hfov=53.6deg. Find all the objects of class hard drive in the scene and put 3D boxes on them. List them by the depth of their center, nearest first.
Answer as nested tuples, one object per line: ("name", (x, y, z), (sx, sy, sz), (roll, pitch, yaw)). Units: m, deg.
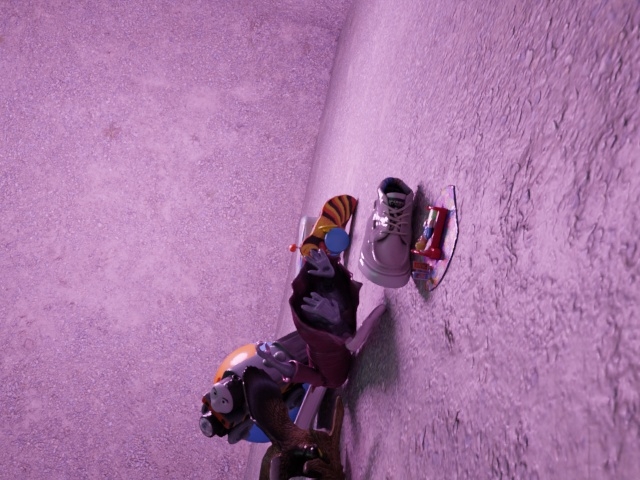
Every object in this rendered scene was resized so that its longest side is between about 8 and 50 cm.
("hard drive", (-0.050, 0.459, 1.528), (0.203, 0.040, 0.307), (110, -174, -45))

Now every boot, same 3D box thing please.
("boot", (0.121, -0.026, 1.128), (0.258, 0.095, 0.123), (-89, 7, -63))

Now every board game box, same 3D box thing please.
("board game box", (0.169, -0.009, 0.980), (0.133, 0.033, 0.169), (110, 170, -46))

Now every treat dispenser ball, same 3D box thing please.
("treat dispenser ball", (-0.172, 0.442, 1.854), (0.288, 0.288, 0.288), (-167, 90, -83))

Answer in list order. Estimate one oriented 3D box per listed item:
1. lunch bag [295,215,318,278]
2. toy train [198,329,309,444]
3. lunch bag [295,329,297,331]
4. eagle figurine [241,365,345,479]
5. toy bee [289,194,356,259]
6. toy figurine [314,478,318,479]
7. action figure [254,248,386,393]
("lunch bag", (-0.022, 0.046, 2.056), (0.279, 0.108, 0.224), (107, 168, -82))
("toy train", (-0.139, 0.339, 1.490), (0.334, 0.142, 0.190), (-19, -41, -47))
("lunch bag", (-0.023, 0.273, 1.795), (0.151, 0.096, 0.129), (-57, 14, 29))
("eagle figurine", (-0.064, 0.396, 1.247), (0.298, 0.225, 0.226), (7, 65, 46))
("toy bee", (0.000, 0.000, 1.803), (0.195, 0.162, 0.298), (116, 166, -58))
("toy figurine", (-0.128, 0.657, 1.389), (0.191, 0.217, 0.362), (-85, 10, -47))
("action figure", (0.030, 0.207, 1.355), (0.248, 0.275, 0.370), (-43, -37, -38))
